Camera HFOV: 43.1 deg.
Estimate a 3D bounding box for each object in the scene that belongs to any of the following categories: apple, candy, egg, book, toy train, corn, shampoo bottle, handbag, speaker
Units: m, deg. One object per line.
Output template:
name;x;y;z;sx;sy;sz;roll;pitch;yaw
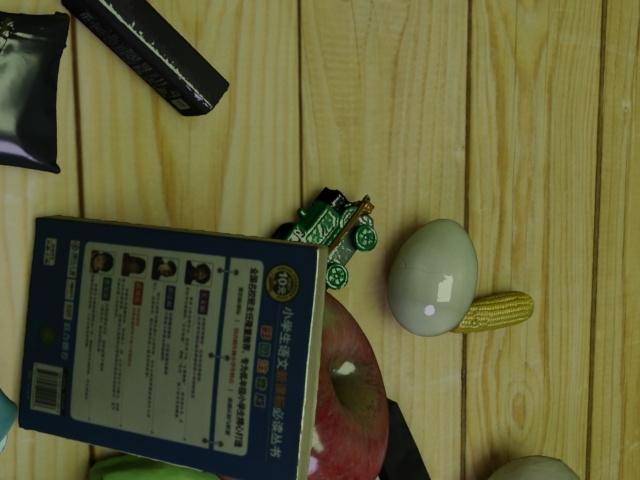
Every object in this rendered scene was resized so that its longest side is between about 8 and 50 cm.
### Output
apple;-0.066;0.225;1.170;0.345;0.269;0.345;40;39;-42
candy;-0.184;0.393;1.219;0.343;0.132;0.142;9;99;-33
egg;0.196;0.063;1.403;0.151;0.151;0.209;22;79;-32
book;-0.202;0.131;1.036;0.039;0.427;0.300;3;94;-68
toy train;0.000;0.000;1.311;0.136;0.091;0.228;41;75;-18
corn;0.324;0.137;1.541;0.206;0.067;0.067;-8;100;-30
candy;0.394;0.547;1.568;0.295;0.185;0.296;-14;119;-26
shampoo bottle;-0.265;-0.292;1.103;0.309;0.098;0.071;42;74;-29
handbag;-0.445;-0.200;1.011;0.254;0.088;0.211;4;96;-28
speaker;0.135;0.395;1.468;0.082;0.044;0.218;-34;112;-24

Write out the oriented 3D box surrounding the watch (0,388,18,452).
watch;-0.475;0.231;0.980;0.211;0.193;0.211;-3;95;-32
